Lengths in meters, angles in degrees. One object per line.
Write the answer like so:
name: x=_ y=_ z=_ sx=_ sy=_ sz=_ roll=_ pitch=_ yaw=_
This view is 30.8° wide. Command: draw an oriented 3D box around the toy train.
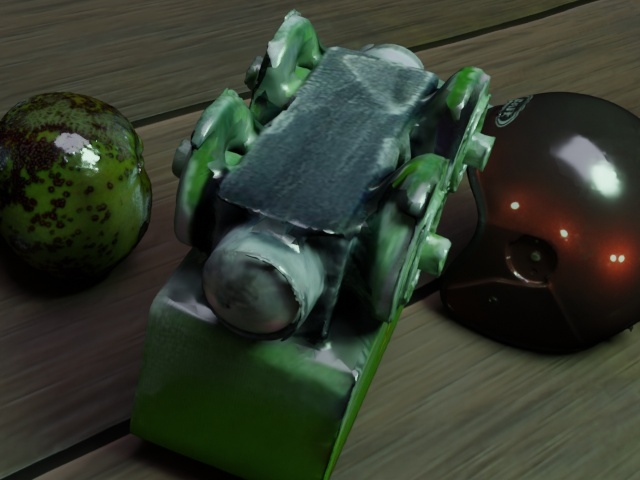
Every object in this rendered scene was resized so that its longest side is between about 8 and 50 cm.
toy train: x=0.000 y=0.000 z=0.776 sx=0.173 sy=0.249 sz=0.307 roll=20 pitch=37 yaw=8

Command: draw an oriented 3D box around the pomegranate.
pomegranate: x=-0.197 y=-0.042 z=0.865 sx=0.163 sy=0.138 sz=0.125 roll=9 pitch=35 yaw=45

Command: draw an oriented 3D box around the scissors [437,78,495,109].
scissors: x=0.166 y=-0.135 z=1.201 sx=0.247 sy=0.017 sz=0.144 roll=24 pitch=38 yaw=11

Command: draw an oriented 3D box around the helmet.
helmet: x=0.198 y=-0.017 z=0.944 sx=0.216 sy=0.193 sz=0.189 roll=60 pitch=39 yaw=-14
